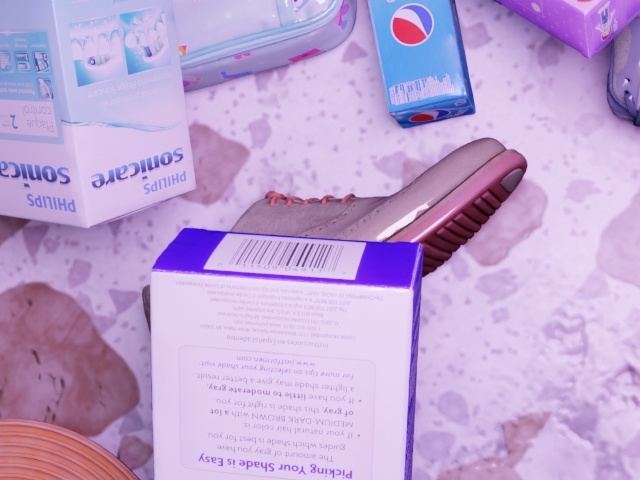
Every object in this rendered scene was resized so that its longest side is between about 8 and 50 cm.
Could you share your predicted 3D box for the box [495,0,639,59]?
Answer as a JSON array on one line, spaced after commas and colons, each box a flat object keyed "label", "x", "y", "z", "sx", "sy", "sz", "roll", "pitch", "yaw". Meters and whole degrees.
[{"label": "box", "x": 0.226, "y": -0.293, "z": 0.932, "sx": 0.293, "sy": 0.057, "sz": 0.201, "roll": -43, "pitch": 58, "yaw": -11}]

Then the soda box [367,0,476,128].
[{"label": "soda box", "x": 0.076, "y": -0.205, "z": 1.020, "sx": 0.067, "sy": 0.071, "sz": 0.210, "roll": -11, "pitch": 82, "yaw": 13}]

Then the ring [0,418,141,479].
[{"label": "ring", "x": -0.270, "y": 0.326, "z": 1.072, "sx": 0.337, "sy": 0.032, "sz": 0.336, "roll": -1, "pitch": 84, "yaw": 15}]

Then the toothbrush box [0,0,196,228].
[{"label": "toothbrush box", "x": -0.231, "y": -0.173, "z": 0.978, "sx": 0.216, "sy": 0.126, "sz": 0.295, "roll": 9, "pitch": 113, "yaw": 39}]

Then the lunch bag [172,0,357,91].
[{"label": "lunch bag", "x": -0.085, "y": -0.284, "z": 1.050, "sx": 0.224, "sy": 0.108, "sz": 0.279, "roll": -13, "pitch": 82, "yaw": 13}]

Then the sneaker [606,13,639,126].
[{"label": "sneaker", "x": 0.294, "y": -0.108, "z": 0.949, "sx": 0.121, "sy": 0.111, "sz": 0.300, "roll": -30, "pitch": 70, "yaw": 16}]

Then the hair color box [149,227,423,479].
[{"label": "hair color box", "x": -0.024, "y": 0.168, "z": 0.916, "sx": 0.185, "sy": 0.110, "sz": 0.338, "roll": 4, "pitch": 108, "yaw": 7}]

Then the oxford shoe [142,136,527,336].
[{"label": "oxford shoe", "x": 0.000, "y": 0.000, "z": 0.994, "sx": 0.348, "sy": 0.123, "sz": 0.130, "roll": -32, "pitch": 73, "yaw": 8}]
